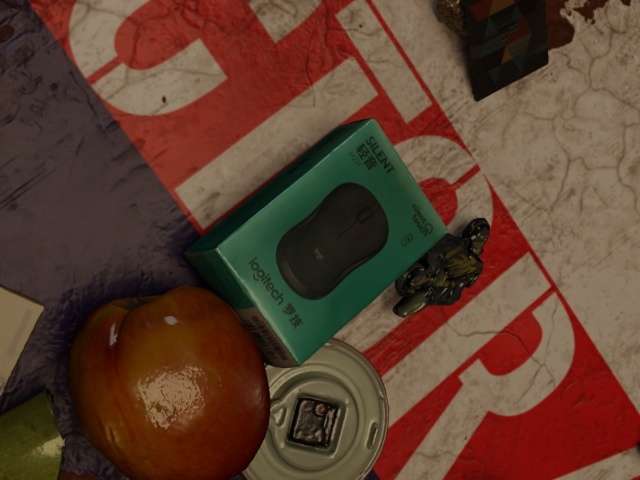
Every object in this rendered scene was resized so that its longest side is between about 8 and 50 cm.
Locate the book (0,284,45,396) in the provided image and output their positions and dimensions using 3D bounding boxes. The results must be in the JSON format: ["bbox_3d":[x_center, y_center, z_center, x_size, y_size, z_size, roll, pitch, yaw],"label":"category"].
[{"bbox_3d":[-0.473,0.103,1.451,0.199,0.016,0.138,27,84,-19],"label":"book"}]

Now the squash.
[{"bbox_3d":[-0.446,0.311,1.426,0.288,0.137,0.137,-27,102,-10],"label":"squash"}]

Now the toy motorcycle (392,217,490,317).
[{"bbox_3d":[0.178,0.050,1.647,0.193,0.061,0.124,-32,135,-29],"label":"toy motorcycle"}]

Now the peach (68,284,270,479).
[{"bbox_3d":[-0.189,0.195,1.440,0.281,0.238,0.280,34,50,-54],"label":"peach"}]

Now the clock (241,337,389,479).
[{"bbox_3d":[-0.015,0.255,1.605,0.244,0.056,0.244,-1,93,-19],"label":"clock"}]

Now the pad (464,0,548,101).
[{"bbox_3d":[0.272,-0.316,1.647,0.143,0.003,0.211,-29,132,-16],"label":"pad"}]

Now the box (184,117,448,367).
[{"bbox_3d":[0.000,0.000,1.540,0.311,0.118,0.205,-40,107,-23],"label":"box"}]

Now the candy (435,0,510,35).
[{"bbox_3d":[0.224,-0.355,1.643,0.095,0.085,0.110,34,90,-21],"label":"candy"}]
